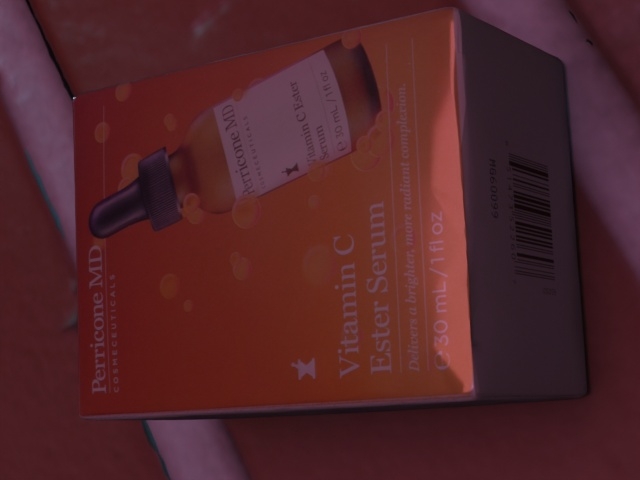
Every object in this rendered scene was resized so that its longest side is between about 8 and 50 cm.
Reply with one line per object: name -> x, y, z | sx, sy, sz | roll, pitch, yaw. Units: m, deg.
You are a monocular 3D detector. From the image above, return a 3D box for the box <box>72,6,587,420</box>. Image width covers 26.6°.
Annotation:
box -> 0.000, 0.000, 0.506 | 0.170, 0.091, 0.130 | -8, 80, 32
